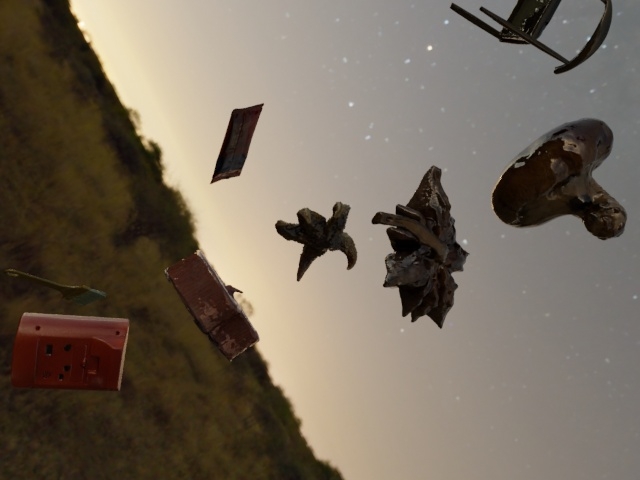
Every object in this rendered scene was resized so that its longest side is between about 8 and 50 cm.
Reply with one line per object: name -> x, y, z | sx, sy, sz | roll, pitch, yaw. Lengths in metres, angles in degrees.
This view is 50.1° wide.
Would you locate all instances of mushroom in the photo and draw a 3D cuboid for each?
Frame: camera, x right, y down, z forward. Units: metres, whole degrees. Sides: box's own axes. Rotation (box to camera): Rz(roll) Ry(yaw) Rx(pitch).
mushroom -> 0.480, -0.106, 1.399 | 0.267, 0.267, 0.254 | 123, -41, -78

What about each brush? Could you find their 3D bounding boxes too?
brush -> -0.548, 0.093, 1.399 | 0.205, 0.083, 0.011 | 27, 52, -43

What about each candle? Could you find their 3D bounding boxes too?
candle -> -0.269, 0.136, 1.718 | 0.287, 0.131, 0.317 | 48, -11, 43

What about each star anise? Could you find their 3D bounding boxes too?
star anise -> 0.199, 0.026, 1.274 | 0.349, 0.109, 0.292 | 66, 34, -32

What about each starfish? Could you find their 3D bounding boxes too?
starfish -> 0.000, -0.001, 1.415 | 0.238, 0.216, 0.071 | 29, 41, -39

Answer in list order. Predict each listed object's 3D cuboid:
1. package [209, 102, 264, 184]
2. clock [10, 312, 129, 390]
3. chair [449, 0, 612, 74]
package -> -0.178, -0.202, 1.446 | 0.022, 0.083, 0.200 | 47, -47, 25
clock -> -0.363, 0.169, 0.992 | 0.061, 0.155, 0.113 | -128, -133, -65
chair -> 0.432, -0.477, 1.386 | 0.272, 0.188, 0.166 | 24, 14, -20
